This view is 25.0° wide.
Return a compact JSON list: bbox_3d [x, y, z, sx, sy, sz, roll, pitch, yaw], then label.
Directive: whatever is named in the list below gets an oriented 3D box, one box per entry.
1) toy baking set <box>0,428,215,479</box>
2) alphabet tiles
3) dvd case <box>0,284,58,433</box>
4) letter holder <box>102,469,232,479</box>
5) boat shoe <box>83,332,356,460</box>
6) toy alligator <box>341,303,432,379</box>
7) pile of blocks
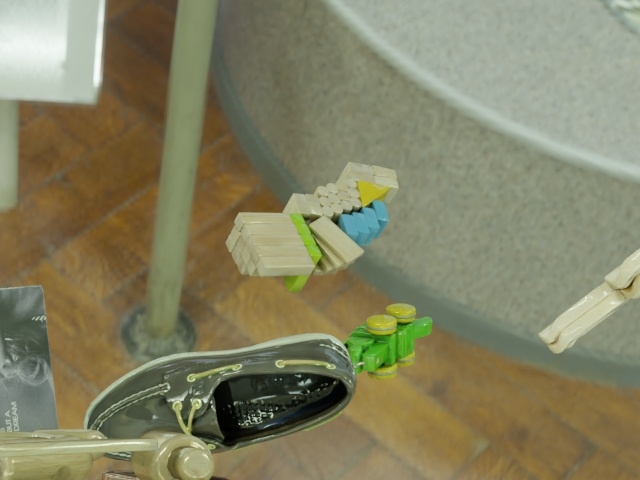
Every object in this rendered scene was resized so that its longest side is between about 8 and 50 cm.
[{"bbox_3d":[-0.148,0.109,0.691,0.197,0.256,0.030,1,84,-20],"label":"toy baking set"},{"bbox_3d":[0.264,-0.019,0.934,0.284,0.278,0.021,-38,79,9],"label":"alphabet tiles"},{"bbox_3d":[-0.302,0.125,1.201,0.221,0.018,0.164,-3,86,-57],"label":"dvd case"},{"bbox_3d":[-0.173,0.462,1.887,0.214,0.152,0.301,2,84,31],"label":"letter holder"},{"bbox_3d":[-0.083,0.132,1.168,0.228,0.081,0.068,-16,17,-2],"label":"boat shoe"},{"bbox_3d":[0.044,0.100,1.354,0.051,0.056,0.190,8,18,29],"label":"toy alligator"},{"bbox_3d":[0.000,0.000,2.173,0.149,0.112,0.362,45,42,16],"label":"pile of blocks"}]
